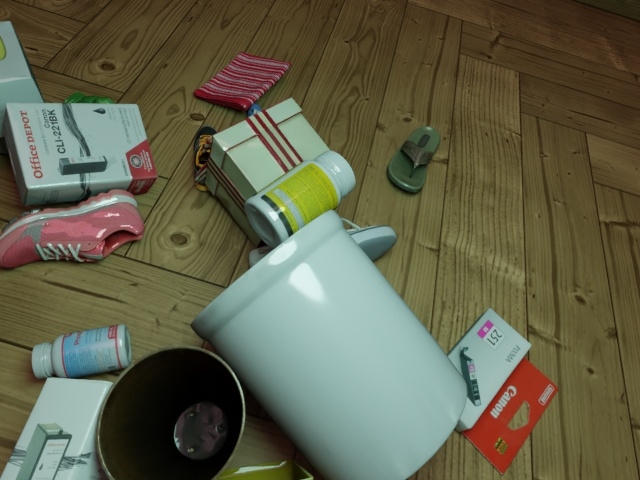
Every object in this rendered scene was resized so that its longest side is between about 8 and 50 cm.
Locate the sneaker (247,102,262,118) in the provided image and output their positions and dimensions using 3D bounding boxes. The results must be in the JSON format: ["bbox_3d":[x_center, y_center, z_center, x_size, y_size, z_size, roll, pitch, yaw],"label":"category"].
[{"bbox_3d":[-0.197,-0.355,1.290,0.059,0.053,0.144,-17,62,-19],"label":"sneaker"}]

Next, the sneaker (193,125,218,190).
[{"bbox_3d":[-0.301,-0.237,1.175,0.084,0.083,0.215,-3,58,-12],"label":"sneaker"}]

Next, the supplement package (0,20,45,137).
[{"bbox_3d":[-0.752,-0.355,0.980,0.194,0.149,0.203,-22,67,-24],"label":"supplement package"}]

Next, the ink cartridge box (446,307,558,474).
[{"bbox_3d":[0.392,0.326,0.981,0.275,0.060,0.239,-37,70,-29],"label":"ink cartridge box"}]

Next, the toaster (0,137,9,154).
[{"bbox_3d":[-0.808,-0.304,1.093,0.167,0.110,0.186,12,57,-4],"label":"toaster"}]

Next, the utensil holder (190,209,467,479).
[{"bbox_3d":[0.018,0.195,0.787,0.327,0.327,0.385,-38,89,-29],"label":"utensil holder"}]

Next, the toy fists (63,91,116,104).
[{"bbox_3d":[-0.631,-0.277,1.123,0.142,0.096,0.279,25,55,2],"label":"toy fists"}]

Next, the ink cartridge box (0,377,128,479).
[{"bbox_3d":[-0.386,0.381,0.687,0.114,0.198,0.273,3,55,8],"label":"ink cartridge box"}]

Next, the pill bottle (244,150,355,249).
[{"bbox_3d":[-0.036,-0.085,0.865,0.208,0.119,0.119,-39,72,-24],"label":"pill bottle"}]

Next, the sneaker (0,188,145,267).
[{"bbox_3d":[-0.541,-0.005,0.958,0.313,0.116,0.136,-27,68,-26],"label":"sneaker"}]

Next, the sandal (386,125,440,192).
[{"bbox_3d":[0.287,-0.263,1.313,0.120,0.086,0.303,25,56,5],"label":"sandal"}]

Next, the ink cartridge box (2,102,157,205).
[{"bbox_3d":[-0.547,-0.202,1.005,0.272,0.114,0.197,-14,83,-38],"label":"ink cartridge box"}]

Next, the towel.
[{"bbox_3d":[-0.240,-0.501,1.357,0.198,0.031,0.275,20,55,19],"label":"towel"}]

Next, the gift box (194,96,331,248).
[{"bbox_3d":[-0.140,-0.157,1.065,0.255,0.276,0.258,-35,86,-32],"label":"gift box"}]

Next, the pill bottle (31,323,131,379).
[{"bbox_3d":[-0.459,0.219,0.849,0.160,0.087,0.087,-8,60,-17],"label":"pill bottle"}]

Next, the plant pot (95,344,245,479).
[{"bbox_3d":[-0.224,0.313,0.745,0.215,0.230,0.216,1,63,-2],"label":"plant pot"}]

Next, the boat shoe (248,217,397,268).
[{"bbox_3d":[-0.002,0.005,1.068,0.366,0.136,0.157,-20,61,-12],"label":"boat shoe"}]

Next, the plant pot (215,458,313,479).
[{"bbox_3d":[-0.122,0.480,0.695,0.212,0.212,0.187,-3,71,-14],"label":"plant pot"}]
